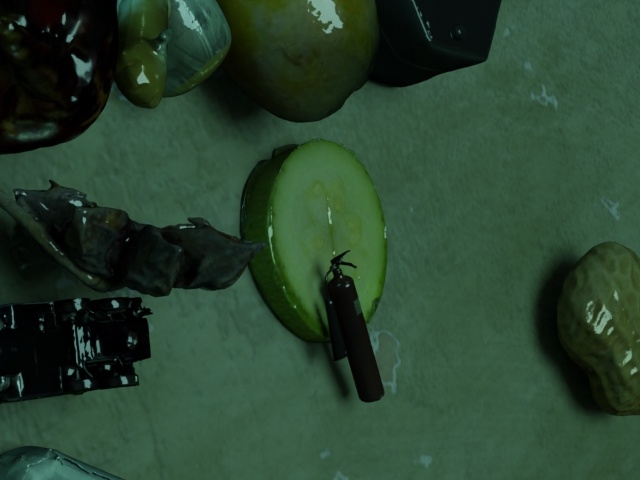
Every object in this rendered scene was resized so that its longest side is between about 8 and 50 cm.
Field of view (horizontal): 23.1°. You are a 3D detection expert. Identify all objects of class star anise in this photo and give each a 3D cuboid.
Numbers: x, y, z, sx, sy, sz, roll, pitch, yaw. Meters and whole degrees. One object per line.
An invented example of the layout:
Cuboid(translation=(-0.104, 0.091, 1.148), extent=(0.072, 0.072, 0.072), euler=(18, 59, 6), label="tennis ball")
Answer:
Cuboid(translation=(-0.175, 0.002, 1.334), extent=(0.262, 0.230, 0.081), euler=(14, 94, -27), label="star anise")

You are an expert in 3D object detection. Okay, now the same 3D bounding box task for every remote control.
Cuboid(translation=(-0.192, 0.250, 1.355), extent=(0.247, 0.052, 0.104), euler=(32, 58, -45), label="remote control")

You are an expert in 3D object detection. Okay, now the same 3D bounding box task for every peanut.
Cuboid(translation=(0.386, 0.123, 2.056), extent=(0.233, 0.110, 0.196), euler=(58, 42, -20), label="peanut")

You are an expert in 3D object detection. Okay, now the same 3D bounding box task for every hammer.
Cuboid(translation=(-0.158, -0.191, 1.378), extent=(0.202, 0.113, 0.305), euler=(55, 10, -23), label="hammer")

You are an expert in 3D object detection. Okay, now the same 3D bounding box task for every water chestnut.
Cuboid(translation=(-0.286, -0.191, 1.202), extent=(0.289, 0.244, 0.289), euler=(20, 64, -50), label="water chestnut")

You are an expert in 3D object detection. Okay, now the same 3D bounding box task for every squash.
Cuboid(translation=(0.004, -0.001, 1.670), extent=(0.219, 0.041, 0.219), euler=(16, 69, -48), label="squash")

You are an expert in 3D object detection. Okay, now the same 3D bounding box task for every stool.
Cuboid(translation=(0.099, -0.294, 1.784), extent=(0.232, 0.141, 0.232), euler=(17, 67, -47), label="stool")

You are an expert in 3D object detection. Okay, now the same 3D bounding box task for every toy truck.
Cuboid(translation=(-0.254, 0.092, 1.263), extent=(0.259, 0.121, 0.088), euler=(-2, 83, -51), label="toy truck")

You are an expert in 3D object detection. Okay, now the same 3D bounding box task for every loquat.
Cuboid(translation=(-0.033, -0.230, 1.581), extent=(0.179, 0.179, 0.227), euler=(-13, 81, -52), label="loquat")

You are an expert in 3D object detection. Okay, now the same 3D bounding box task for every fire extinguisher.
Cuboid(translation=(0.027, 0.093, 1.636), extent=(0.049, 0.035, 0.173), euler=(-21, 110, -14), label="fire extinguisher")
